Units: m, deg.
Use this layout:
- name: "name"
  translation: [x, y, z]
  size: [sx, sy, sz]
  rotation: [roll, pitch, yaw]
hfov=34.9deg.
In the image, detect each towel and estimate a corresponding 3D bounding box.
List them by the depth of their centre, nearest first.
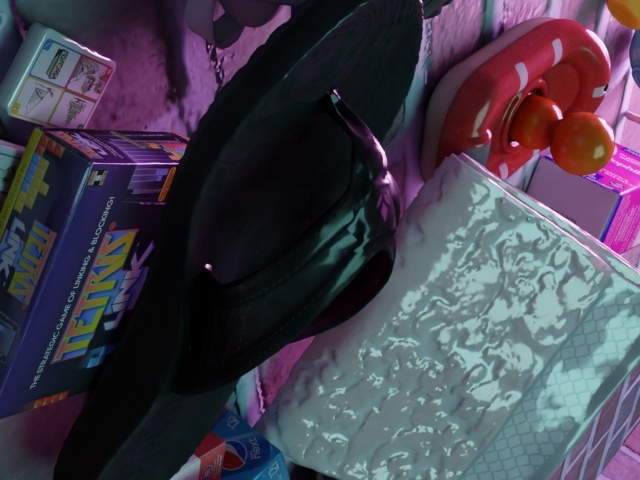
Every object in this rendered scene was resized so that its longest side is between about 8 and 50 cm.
- name: "towel"
  translation: [0.148, 0.121, 0.980]
  size: [0.317, 0.053, 0.331]
  rotation: [29, 104, -26]

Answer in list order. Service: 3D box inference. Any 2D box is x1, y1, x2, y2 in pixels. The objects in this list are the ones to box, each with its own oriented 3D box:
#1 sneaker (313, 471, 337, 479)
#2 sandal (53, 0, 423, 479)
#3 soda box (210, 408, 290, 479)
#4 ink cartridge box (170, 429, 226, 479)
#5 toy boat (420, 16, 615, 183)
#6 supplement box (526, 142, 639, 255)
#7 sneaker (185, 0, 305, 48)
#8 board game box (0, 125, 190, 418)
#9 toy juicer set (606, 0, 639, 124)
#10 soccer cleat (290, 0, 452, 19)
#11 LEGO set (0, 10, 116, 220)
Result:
- name: "sneaker"
  translation: [0.051, 0.255, 1.138]
  size: [0.147, 0.145, 0.384]
  rotation: [-99, -147, -83]
- name: "sandal"
  translation: [-0.032, 0.038, 0.635]
  size: [0.168, 0.107, 0.445]
  rotation: [-25, 150, -51]
- name: "soda box"
  translation: [-0.070, 0.252, 0.965]
  size: [0.067, 0.071, 0.210]
  rotation: [-41, 148, -25]
- name: "ink cartridge box"
  translation: [-0.147, 0.212, 0.818]
  size: [0.135, 0.056, 0.099]
  rotation: [-25, 137, -45]
- name: "toy boat"
  translation: [0.211, -0.112, 0.973]
  size: [0.231, 0.151, 0.151]
  rotation: [-37, 146, -34]
- name: "supplement box"
  translation: [0.356, -0.050, 1.310]
  size: [0.220, 0.111, 0.113]
  rotation: [-15, 130, -53]
- name: "sneaker"
  translation: [0.030, -0.268, 0.556]
  size: [0.366, 0.137, 0.210]
  rotation: [-44, 151, -17]
- name: "board game box"
  translation: [-0.141, 0.016, 0.620]
  size: [0.170, 0.048, 0.141]
  rotation: [-64, 161, 16]
- name: "toy juicer set"
  translation: [0.458, -0.196, 1.226]
  size: [0.089, 0.209, 0.329]
  rotation: [-47, 150, -4]
- name: "soccer cleat"
  translation: [0.074, -0.254, 0.681]
  size: [0.318, 0.109, 0.116]
  rotation: [-50, 138, -18]
- name: "LEGO set"
  translation: [-0.213, -0.042, 0.492]
  size: [0.182, 0.060, 0.244]
  rotation: [-62, 163, 5]
